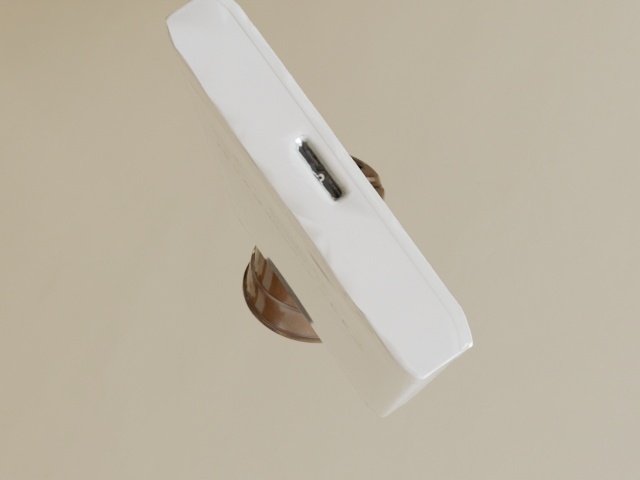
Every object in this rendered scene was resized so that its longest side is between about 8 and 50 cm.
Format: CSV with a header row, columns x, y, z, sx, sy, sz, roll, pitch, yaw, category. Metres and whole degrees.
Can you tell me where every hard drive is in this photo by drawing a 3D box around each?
x,y,z,sx,sy,sz,roll,pitch,yaw,category
-0.002,0.006,0.559,0.040,0.307,0.203,-34,-102,-7,hard drive

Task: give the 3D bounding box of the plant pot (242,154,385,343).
x,y,z,sx,sy,sz,roll,pitch,yaw,category
0.000,0.000,1.043,0.166,0.165,0.167,5,-134,-5,plant pot
